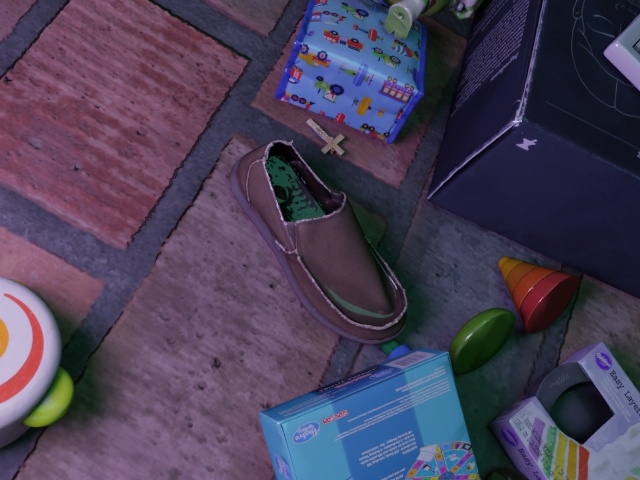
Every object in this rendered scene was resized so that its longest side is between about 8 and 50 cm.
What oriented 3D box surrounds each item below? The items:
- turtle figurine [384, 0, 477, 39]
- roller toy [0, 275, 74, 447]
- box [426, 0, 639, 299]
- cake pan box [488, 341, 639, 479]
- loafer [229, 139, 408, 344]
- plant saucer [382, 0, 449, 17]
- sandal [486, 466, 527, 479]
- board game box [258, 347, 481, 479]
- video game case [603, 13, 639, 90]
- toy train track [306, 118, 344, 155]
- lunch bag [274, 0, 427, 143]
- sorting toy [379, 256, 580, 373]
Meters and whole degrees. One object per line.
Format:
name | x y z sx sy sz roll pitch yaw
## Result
turtle figurine | 0.176 -0.462 1.185 0.266 0.275 0.197 -41 125 -23
roller toy | -0.411 0.146 0.793 0.191 0.146 0.209 -14 69 -33
box | 0.500 -0.221 1.177 0.480 0.297 0.471 24 62 -10
cake pan box | 0.427 0.325 1.066 0.246 0.070 0.267 -27 80 -29
loafer | 0.000 0.000 1.005 0.134 0.130 0.366 -40 86 -27
plant saucer | 0.164 -0.551 1.335 0.241 0.037 0.241 7 67 -16
sandal | 0.316 0.439 0.990 0.090 0.060 0.219 -27 66 -32
board game box | 0.088 0.342 0.880 0.254 0.079 0.336 -16 93 -24
video game case | 0.632 -0.255 1.058 0.329 0.036 0.300 46 62 2
toy train track | 0.007 -0.173 1.144 0.048 0.014 0.083 -41 81 -21
lunch bag | 0.072 -0.349 1.183 0.221 0.138 0.293 21 55 -8
sorting toy | 0.243 0.116 1.082 0.366 0.127 0.126 -24 50 -23
